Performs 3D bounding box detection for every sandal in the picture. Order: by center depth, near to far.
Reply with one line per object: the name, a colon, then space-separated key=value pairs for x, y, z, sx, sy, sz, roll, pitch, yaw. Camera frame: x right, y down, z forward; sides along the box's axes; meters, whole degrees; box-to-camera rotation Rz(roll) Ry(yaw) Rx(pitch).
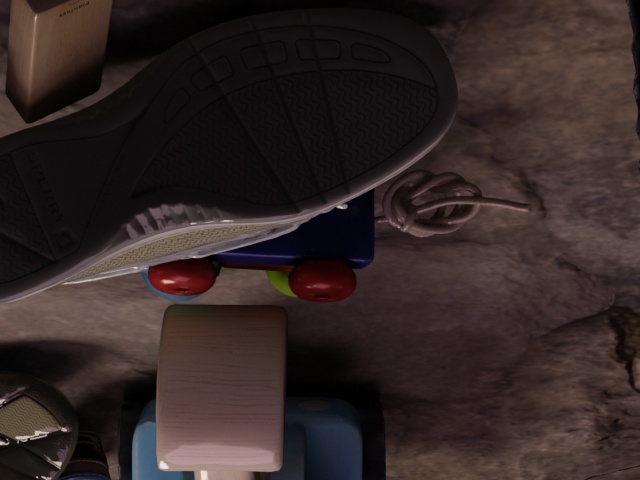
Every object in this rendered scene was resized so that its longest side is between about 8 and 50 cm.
sandal: x=-0.295 y=0.180 z=1.532 sx=0.120 sy=0.086 sz=0.303 roll=45 pitch=136 yaw=-6

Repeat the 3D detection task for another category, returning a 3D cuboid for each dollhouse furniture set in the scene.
dollhouse furniture set: x=-0.211 y=-0.133 z=0.992 sx=0.151 sy=0.123 sz=0.144 roll=-29 pitch=162 yaw=-23

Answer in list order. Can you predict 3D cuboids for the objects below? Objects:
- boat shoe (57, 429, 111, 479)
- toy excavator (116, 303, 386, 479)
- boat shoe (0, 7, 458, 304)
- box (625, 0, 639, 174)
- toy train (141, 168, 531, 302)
boat shoe: x=-0.214 y=0.196 z=1.559 sx=0.066 sy=0.066 sz=0.183 roll=3 pitch=166 yaw=-15
toy excavator: x=-0.054 y=0.219 z=1.353 sx=0.222 sy=0.433 sz=0.445 roll=1 pitch=-167 yaw=-1
boat shoe: x=-0.075 y=-0.045 z=1.054 sx=0.320 sy=0.118 sz=0.103 roll=-23 pitch=175 yaw=7
box: x=0.414 y=-0.044 z=0.875 sx=0.479 sy=0.297 sz=0.472 roll=-7 pitch=153 yaw=14
toy train: x=0.000 y=0.000 z=1.182 sx=0.248 sy=0.105 sz=0.143 roll=3 pitch=163 yaw=-6
